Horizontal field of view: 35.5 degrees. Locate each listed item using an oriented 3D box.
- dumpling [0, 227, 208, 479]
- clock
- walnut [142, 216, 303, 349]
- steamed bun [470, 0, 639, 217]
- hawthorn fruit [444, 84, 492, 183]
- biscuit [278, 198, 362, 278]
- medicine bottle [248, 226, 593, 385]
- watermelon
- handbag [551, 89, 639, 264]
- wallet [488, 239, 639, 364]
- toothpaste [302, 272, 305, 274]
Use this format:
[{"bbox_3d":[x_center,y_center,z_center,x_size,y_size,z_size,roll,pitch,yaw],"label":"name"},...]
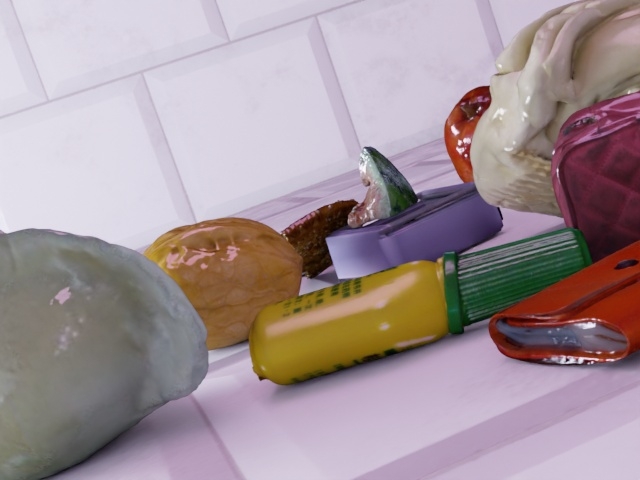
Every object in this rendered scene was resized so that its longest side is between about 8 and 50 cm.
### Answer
[{"bbox_3d":[-0.261,0.116,0.909,0.320,0.212,0.270,-33,-29,-1],"label":"dumpling"},{"bbox_3d":[0.121,-0.010,1.293,0.193,0.073,0.144,-24,9,-30],"label":"clock"},{"bbox_3d":[-0.120,0.049,1.175,0.206,0.159,0.159,-13,7,-5],"label":"walnut"},{"bbox_3d":[0.316,-0.162,1.086,0.276,0.203,0.289,6,-24,-13],"label":"steamed bun"},{"bbox_3d":[0.279,-0.156,1.538,0.173,0.179,0.173,-12,29,7],"label":"hawthorn fruit"},{"bbox_3d":[0.010,-0.005,1.352,0.126,0.025,0.206,-36,-18,-2],"label":"biscuit"},{"bbox_3d":[0.087,0.054,0.885,0.309,0.076,0.111,-18,8,11],"label":"medicine bottle"},{"bbox_3d":[0.079,-0.070,1.279,0.080,0.101,0.155,-29,-8,34],"label":"watermelon"},{"bbox_3d":[0.324,-0.066,0.904,0.225,0.146,0.135,-16,13,20],"label":"handbag"},{"bbox_3d":[0.244,0.034,0.753,0.204,0.045,0.142,-23,8,-28],"label":"wallet"},{"bbox_3d":[-0.111,0.047,1.480,0.313,0.071,0.089,-22,6,-22],"label":"toothpaste"}]
